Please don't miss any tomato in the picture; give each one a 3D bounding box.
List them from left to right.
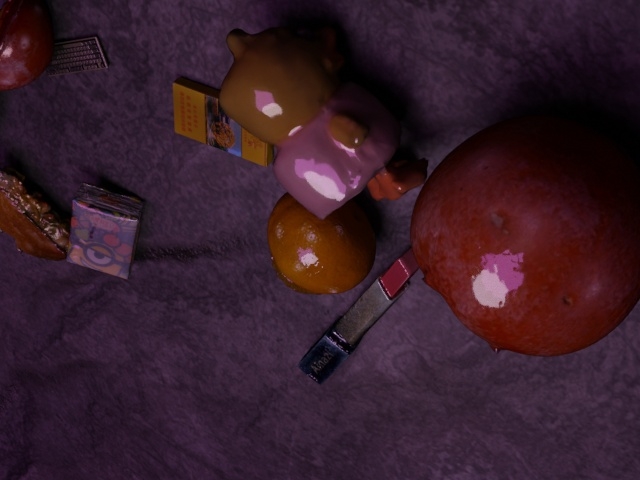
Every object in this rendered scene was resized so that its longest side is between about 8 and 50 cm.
[{"bbox_3d":[-0.438,-0.276,1.593,0.159,0.139,0.091,-31,130,32],"label":"tomato"},{"bbox_3d":[0.240,-0.012,1.203,0.265,0.265,0.265,20,133,23],"label":"tomato"}]

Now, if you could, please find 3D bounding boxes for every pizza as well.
[{"bbox_3d":[-0.497,-0.052,1.855,0.226,0.069,0.147,48,145,-18],"label":"pizza"}]

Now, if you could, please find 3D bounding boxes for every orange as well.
[{"bbox_3d":[0.000,0.000,1.466,0.124,0.156,0.156,-33,102,25],"label":"orange"}]

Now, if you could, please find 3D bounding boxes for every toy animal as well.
[{"bbox_3d":[-0.010,-0.151,1.351,0.281,0.169,0.195,54,171,-9],"label":"toy animal"}]

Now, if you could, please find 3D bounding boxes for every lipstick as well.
[{"bbox_3d":[0.059,0.111,1.590,0.051,0.051,0.312,42,137,3],"label":"lipstick"}]

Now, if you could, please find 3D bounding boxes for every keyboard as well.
[{"bbox_3d":[-0.363,-0.269,1.619,0.129,0.015,0.049,0,123,36],"label":"keyboard"}]

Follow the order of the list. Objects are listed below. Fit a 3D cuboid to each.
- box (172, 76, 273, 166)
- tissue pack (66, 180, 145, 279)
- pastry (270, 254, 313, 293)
[{"bbox_3d":[-0.135,-0.164,1.531,0.155,0.023,0.087,22,131,21],"label":"box"},{"bbox_3d":[-0.343,-0.014,1.759,0.108,0.060,0.148,16,136,-5],"label":"tissue pack"},{"bbox_3d":[-0.019,0.031,1.582,0.097,0.057,0.109,-6,118,45],"label":"pastry"}]
